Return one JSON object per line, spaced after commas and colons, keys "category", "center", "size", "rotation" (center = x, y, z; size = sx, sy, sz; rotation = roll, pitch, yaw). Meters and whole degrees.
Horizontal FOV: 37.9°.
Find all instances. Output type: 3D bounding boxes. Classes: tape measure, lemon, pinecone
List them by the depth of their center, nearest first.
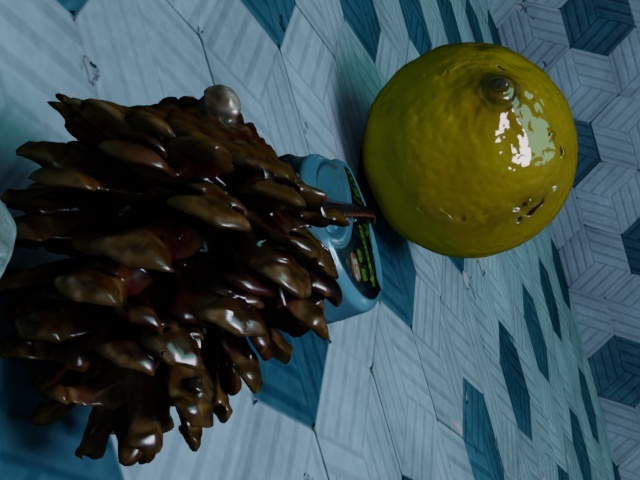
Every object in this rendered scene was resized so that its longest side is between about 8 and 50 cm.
{"category": "pinecone", "center": [-0.070, 0.015, 0.415], "size": [0.173, 0.174, 0.173], "rotation": [-15, 90, -70]}
{"category": "tape measure", "center": [0.000, 0.000, 0.705], "size": [0.146, 0.081, 0.125], "rotation": [6, 67, -68]}
{"category": "lemon", "center": [0.161, -0.096, 0.998], "size": [0.253, 0.229, 0.228], "rotation": [-11, 86, -71]}

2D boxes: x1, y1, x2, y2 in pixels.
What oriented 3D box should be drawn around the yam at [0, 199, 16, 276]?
{"category": "yam", "center": [-0.169, -0.040, 0.303], "size": [0.068, 0.068, 0.169], "rotation": [-82, 151, -47]}
